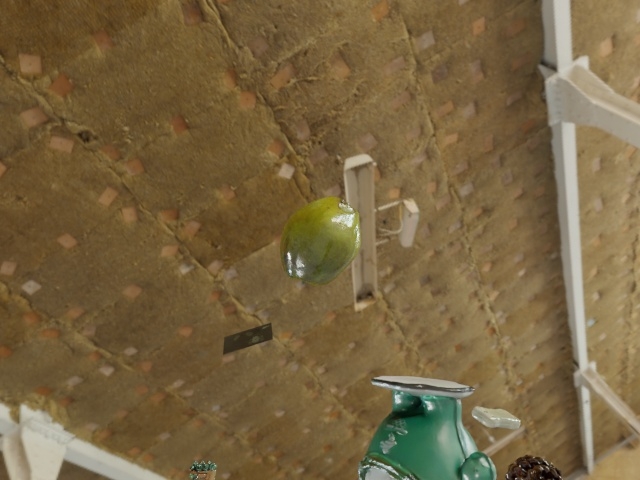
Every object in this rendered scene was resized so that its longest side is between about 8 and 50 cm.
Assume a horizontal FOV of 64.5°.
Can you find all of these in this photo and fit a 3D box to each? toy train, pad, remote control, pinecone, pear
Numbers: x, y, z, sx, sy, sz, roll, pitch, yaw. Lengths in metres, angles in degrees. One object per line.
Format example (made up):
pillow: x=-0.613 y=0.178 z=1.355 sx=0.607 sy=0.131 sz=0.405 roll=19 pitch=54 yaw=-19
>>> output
toy train: x=-0.430 y=0.841 z=1.848 sx=0.103 sy=0.044 sz=0.064 roll=17 pitch=-101 yaw=-36
pad: x=-0.271 y=0.364 z=1.888 sx=0.190 sy=0.127 sz=0.004 roll=-18 pitch=-69 yaw=-3
remote control: x=0.451 y=0.457 z=1.302 sx=0.122 sy=0.074 sz=0.032 roll=14 pitch=-86 yaw=-25
pinecone: x=0.773 y=0.900 z=1.852 sx=0.221 sy=0.221 sz=0.222 roll=-15 pitch=-48 yaw=-18
pear: x=0.000 y=0.000 z=1.718 sx=0.269 sy=0.269 sz=0.321 roll=29 pitch=-94 yaw=-41

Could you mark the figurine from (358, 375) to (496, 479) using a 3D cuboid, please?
figurine: x=0.187 y=0.435 z=0.944 sx=0.231 sy=0.323 sz=0.340 roll=11 pitch=-101 yaw=-32
